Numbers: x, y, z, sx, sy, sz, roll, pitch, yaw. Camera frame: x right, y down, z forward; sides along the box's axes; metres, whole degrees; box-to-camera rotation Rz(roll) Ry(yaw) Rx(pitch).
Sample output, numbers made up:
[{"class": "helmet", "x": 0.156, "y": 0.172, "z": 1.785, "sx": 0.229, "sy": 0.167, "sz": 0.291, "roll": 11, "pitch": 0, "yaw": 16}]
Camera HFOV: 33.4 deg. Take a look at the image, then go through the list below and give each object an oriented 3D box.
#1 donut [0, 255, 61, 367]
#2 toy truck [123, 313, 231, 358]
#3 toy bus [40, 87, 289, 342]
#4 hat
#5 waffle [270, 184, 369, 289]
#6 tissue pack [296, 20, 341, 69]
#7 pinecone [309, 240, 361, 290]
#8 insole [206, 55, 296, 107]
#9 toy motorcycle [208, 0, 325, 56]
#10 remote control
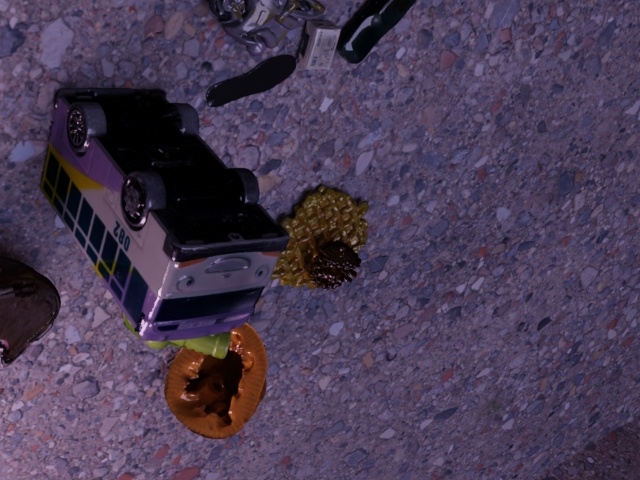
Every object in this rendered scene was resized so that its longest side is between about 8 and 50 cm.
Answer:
[{"class": "donut", "x": -0.600, "y": 0.158, "z": 1.730, "sx": 0.345, "sy": 0.136, "sz": 0.259, "roll": -48, "pitch": 160, "yaw": -8}, {"class": "toy truck", "x": -0.275, "y": 0.145, "z": 2.023, "sx": 0.187, "sy": 0.210, "sz": 0.148, "roll": 11, "pitch": 118, "yaw": -25}, {"class": "toy bus", "x": -0.260, "y": -0.042, "z": 1.675, "sx": 0.209, "sy": 0.440, "sz": 0.249, "roll": -6, "pitch": 129, "yaw": -38}, {"class": "hat", "x": -0.182, "y": 0.321, "z": 2.260, "sx": 0.233, "sy": 0.244, "sz": 0.233, "roll": -34, "pitch": 154, "yaw": -1}, {"class": "waffle", "x": 0.000, "y": 0.000, "z": 2.234, "sx": 0.243, "sy": 0.059, "sz": 0.238, "roll": 8, "pitch": 117, "yaw": -43}, {"class": "tissue pack", "x": -0.003, "y": -0.355, "z": 1.935, "sx": 0.062, "sy": 0.042, "sz": 0.083, "roll": -6, "pitch": 127, "yaw": -36}, {"class": "pinecone", "x": 0.024, "y": 0.051, "z": 2.198, "sx": 0.109, "sy": 0.102, "sz": 0.102, "roll": -32, "pitch": 146, "yaw": 24}, {"class": "insole", "x": -0.123, "y": -0.287, "z": 1.920, "sx": 0.188, "sy": 0.004, "sz": 0.064, "roll": -26, "pitch": 137, "yaw": -22}, {"class": "toy motorcycle", "x": -0.088, "y": -0.387, "z": 1.811, "sx": 0.225, "sy": 0.073, "sz": 0.152, "roll": -19, "pitch": 136, "yaw": -26}, {"class": "remote control", "x": 0.117, "y": -0.422, "z": 1.980, "sx": 0.222, "sy": 0.042, "sz": 0.072, "roll": -48, "pitch": 138, "yaw": 3}]
